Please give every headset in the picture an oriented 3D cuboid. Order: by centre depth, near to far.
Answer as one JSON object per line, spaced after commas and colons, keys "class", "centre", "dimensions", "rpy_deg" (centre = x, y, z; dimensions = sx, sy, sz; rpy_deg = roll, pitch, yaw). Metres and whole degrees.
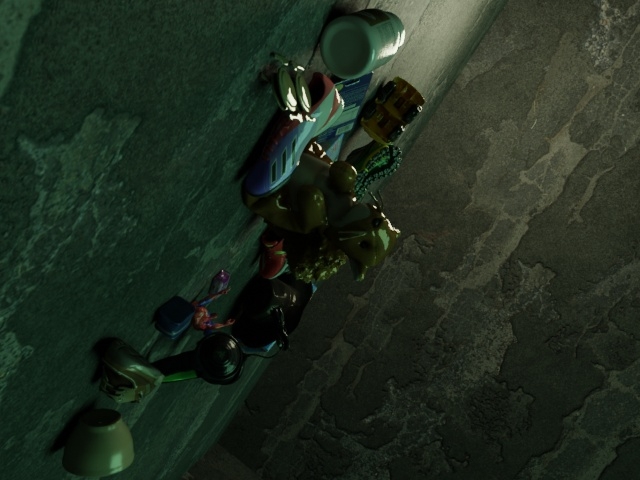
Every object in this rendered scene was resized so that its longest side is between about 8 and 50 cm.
{"class": "headset", "centre": [-0.284, 0.306, 1.716], "dimensions": [0.394, 0.185, 0.243], "rpy_deg": [-10, 164, -6]}

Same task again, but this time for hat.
{"class": "hat", "centre": [-0.190, 0.209, 2.165], "dimensions": [0.331, 0.134, 0.331], "rpy_deg": [-25, -145, 19]}

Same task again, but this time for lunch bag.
{"class": "lunch bag", "centre": [-0.357, 0.189, 1.508], "dimensions": [0.065, 0.067, 0.098], "rpy_deg": [-60, 171, 33]}

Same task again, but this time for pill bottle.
{"class": "pill bottle", "centre": [0.104, -0.449, 1.379], "dimensions": [0.229, 0.131, 0.131], "rpy_deg": [-43, 165, -52]}

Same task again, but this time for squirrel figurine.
{"class": "squirrel figurine", "centre": [0.019, -0.055, 1.600], "dimensions": [0.281, 0.370, 0.397], "rpy_deg": [-50, 170, -29]}

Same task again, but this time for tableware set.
{"class": "tableware set", "centre": [-0.063, -0.298, 1.246], "dimensions": [0.039, 0.128, 0.194], "rpy_deg": [-12, -174, 17]}

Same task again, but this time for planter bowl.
{"class": "planter bowl", "centre": [-0.523, 0.467, 1.452], "dimensions": [0.162, 0.162, 0.109], "rpy_deg": [-26, 122, -72]}

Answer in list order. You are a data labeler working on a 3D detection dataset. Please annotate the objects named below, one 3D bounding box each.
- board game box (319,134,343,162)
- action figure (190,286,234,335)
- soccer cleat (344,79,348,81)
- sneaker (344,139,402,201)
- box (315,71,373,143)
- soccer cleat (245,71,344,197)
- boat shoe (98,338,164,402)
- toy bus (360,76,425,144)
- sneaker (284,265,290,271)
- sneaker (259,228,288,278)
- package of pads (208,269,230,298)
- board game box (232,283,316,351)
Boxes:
{"class": "board game box", "centre": [0.003, -0.239, 1.906], "dimensions": [0.160, 0.039, 0.211], "rpy_deg": [-51, 171, -22]}
{"class": "action figure", "centre": [-0.293, 0.212, 1.745], "dimensions": [0.139, 0.091, 0.280], "rpy_deg": [-20, 166, -3]}
{"class": "soccer cleat", "centre": [0.122, -0.484, 1.614], "dimensions": [0.179, 0.060, 0.072], "rpy_deg": [-52, -178, 24]}
{"class": "sneaker", "centre": [0.118, -0.231, 2.159], "dimensions": [0.343, 0.146, 0.134], "rpy_deg": [-34, 124, -4]}
{"class": "box", "centre": [0.052, -0.355, 1.615], "dimensions": [0.136, 0.036, 0.225], "rpy_deg": [-25, 158, -27]}
{"class": "soccer cleat", "centre": [-0.074, -0.240, 1.390], "dimensions": [0.318, 0.108, 0.116], "rpy_deg": [-50, 147, -8]}
{"class": "boat shoe", "centre": [-0.438, 0.315, 1.395], "dimensions": [0.116, 0.123, 0.324], "rpy_deg": [-50, 168, -19]}
{"class": "toy bus", "centre": [0.224, -0.426, 2.126], "dimensions": [0.220, 0.149, 0.211], "rpy_deg": [-51, -174, -13]}
{"class": "sneaker", "centre": [-0.056, -0.025, 2.057], "dimensions": [0.365, 0.210, 0.137], "rpy_deg": [-15, -172, 42]}
{"class": "sneaker", "centre": [-0.146, 0.007, 1.933], "dimensions": [0.118, 0.107, 0.279], "rpy_deg": [-12, 137, -49]}
{"class": "package of pads", "centre": [-0.287, 0.126, 1.750], "dimensions": [0.050, 0.032, 0.083], "rpy_deg": [-49, 170, -45]}
{"class": "board game box", "centre": [-0.184, 0.286, 2.373], "dimensions": [0.308, 0.086, 0.302], "rpy_deg": [-52, -169, -22]}
